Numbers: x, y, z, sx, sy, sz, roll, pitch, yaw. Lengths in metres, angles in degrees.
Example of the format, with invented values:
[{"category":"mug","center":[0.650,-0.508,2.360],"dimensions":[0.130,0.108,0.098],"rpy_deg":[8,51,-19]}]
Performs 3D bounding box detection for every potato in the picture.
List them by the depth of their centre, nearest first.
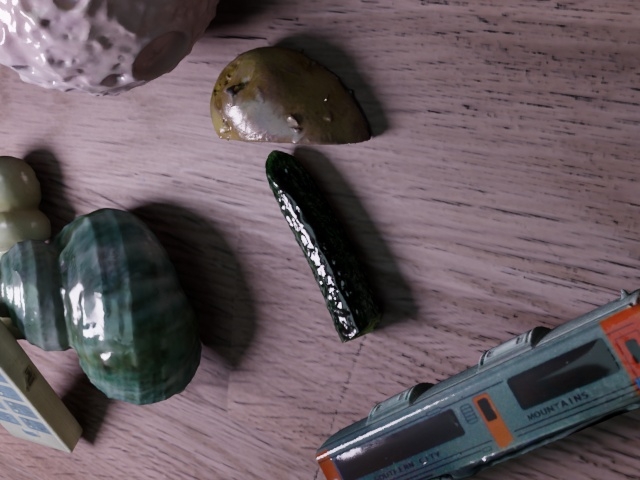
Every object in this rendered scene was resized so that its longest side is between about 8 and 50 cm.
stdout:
[{"category":"potato","center":[-0.045,-0.140,0.695],"dimensions":[0.172,0.089,0.100],"rpy_deg":[11,105,31]}]

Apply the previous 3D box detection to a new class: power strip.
[{"category":"power strip","center":[-0.404,0.185,0.913],"dimensions":[0.106,0.043,0.367],"rpy_deg":[12,144,12]}]

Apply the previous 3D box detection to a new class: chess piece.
[{"category":"chess piece","center":[-0.408,0.008,0.947],"dimensions":[0.133,0.133,0.243],"rpy_deg":[-7,91,33]}]

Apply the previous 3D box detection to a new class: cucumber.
[{"category":"cucumber","center":[0.000,0.000,0.727],"dimensions":[0.214,0.052,0.058],"rpy_deg":[64,152,5]}]

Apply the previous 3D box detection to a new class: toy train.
[{"category":"toy train","center":[0.166,0.138,0.634],"dimensions":[0.409,0.086,0.089],"rpy_deg":[-36,80,33]}]

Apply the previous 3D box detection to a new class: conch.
[{"category":"conch","center":[-0.269,0.068,0.841],"dimensions":[0.277,0.195,0.220],"rpy_deg":[14,84,-14]}]

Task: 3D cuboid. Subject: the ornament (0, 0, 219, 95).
[{"category":"ornament","center":[-0.217,-0.257,0.673],"dimensions":[0.225,0.259,0.259],"rpy_deg":[50,122,7]}]
